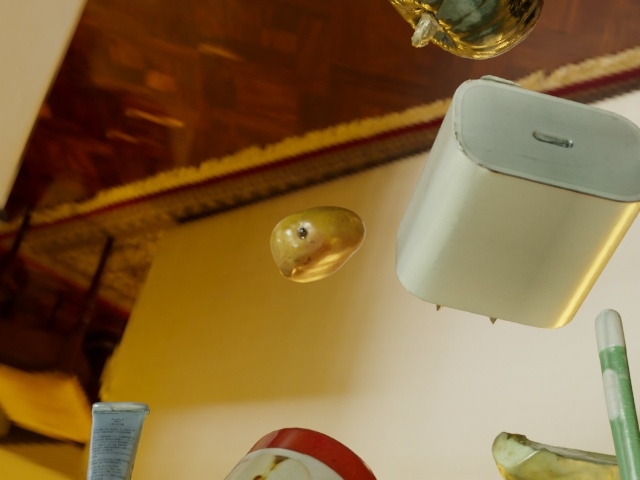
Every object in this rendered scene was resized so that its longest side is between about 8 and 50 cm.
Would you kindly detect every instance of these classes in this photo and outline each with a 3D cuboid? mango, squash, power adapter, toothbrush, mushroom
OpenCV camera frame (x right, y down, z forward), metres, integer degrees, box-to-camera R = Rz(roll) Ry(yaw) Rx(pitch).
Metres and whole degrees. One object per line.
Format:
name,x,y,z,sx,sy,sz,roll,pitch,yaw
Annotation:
mango,0.000,0.000,1.175,0.080,0.060,0.114,-38,160,25
squash,0.180,-0.327,1.579,0.218,0.172,0.218,34,151,22
power adapter,0.176,-0.009,1.176,0.187,0.124,0.255,14,136,-6
toothbrush,0.175,0.150,0.673,0.024,0.257,0.018,15,144,-24
mushroom,0.279,0.234,1.041,0.333,0.107,0.087,39,173,-27

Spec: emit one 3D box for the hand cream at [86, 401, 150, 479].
hand cream,-0.307,0.350,1.814,0.088,0.256,0.055,-1,145,4

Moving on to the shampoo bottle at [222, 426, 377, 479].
shampoo bottle,-0.064,0.225,0.708,0.104,0.278,0.104,15,124,23
